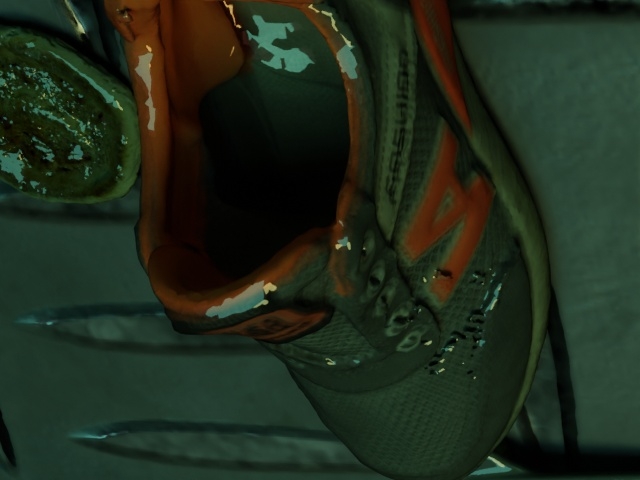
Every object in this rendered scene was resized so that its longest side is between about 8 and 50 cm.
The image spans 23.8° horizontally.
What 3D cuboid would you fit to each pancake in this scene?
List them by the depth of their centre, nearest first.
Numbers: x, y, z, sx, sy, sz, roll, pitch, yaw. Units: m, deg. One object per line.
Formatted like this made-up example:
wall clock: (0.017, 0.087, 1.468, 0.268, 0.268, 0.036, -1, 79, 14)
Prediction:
pancake: (-0.132, -0.059, 0.732, 0.108, 0.017, 0.108, 14, 134, 16)

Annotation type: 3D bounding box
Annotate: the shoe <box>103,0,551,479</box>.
shoe: (0.000, 0.000, 0.615, 0.132, 0.171, 0.336, -3, 124, 25)

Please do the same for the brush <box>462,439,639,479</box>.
brush: (0.171, 0.118, 0.733, 0.266, 0.027, 0.062, -3, 125, 21)
